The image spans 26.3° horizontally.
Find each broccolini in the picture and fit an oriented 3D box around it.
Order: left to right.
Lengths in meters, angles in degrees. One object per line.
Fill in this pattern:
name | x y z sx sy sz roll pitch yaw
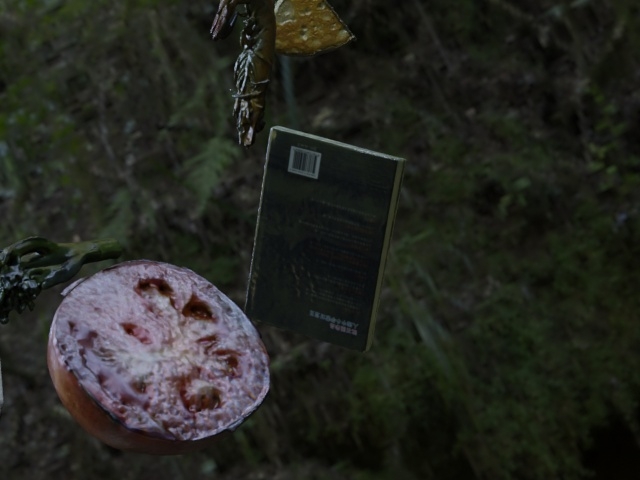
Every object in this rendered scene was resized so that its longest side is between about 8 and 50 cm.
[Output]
broccolini | -0.227 0.015 1.048 0.091 0.068 0.202 -5 17 27

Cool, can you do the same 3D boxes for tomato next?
tomato | -0.161 0.124 1.339 0.225 0.225 0.085 -22 -31 -42

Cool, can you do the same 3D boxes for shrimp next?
shrimp | -0.080 -0.187 1.410 0.034 0.178 0.124 8 -2 22

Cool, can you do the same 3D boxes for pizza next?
pizza | -0.017 -0.287 1.731 0.123 0.108 0.026 -5 11 -6

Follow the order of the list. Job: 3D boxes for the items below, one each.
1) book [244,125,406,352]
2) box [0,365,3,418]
book | 0.000 0.000 1.522 0.160 0.228 0.024 16 19 21
box | -0.336 0.073 0.589 0.343 0.065 0.200 19 -49 -41
